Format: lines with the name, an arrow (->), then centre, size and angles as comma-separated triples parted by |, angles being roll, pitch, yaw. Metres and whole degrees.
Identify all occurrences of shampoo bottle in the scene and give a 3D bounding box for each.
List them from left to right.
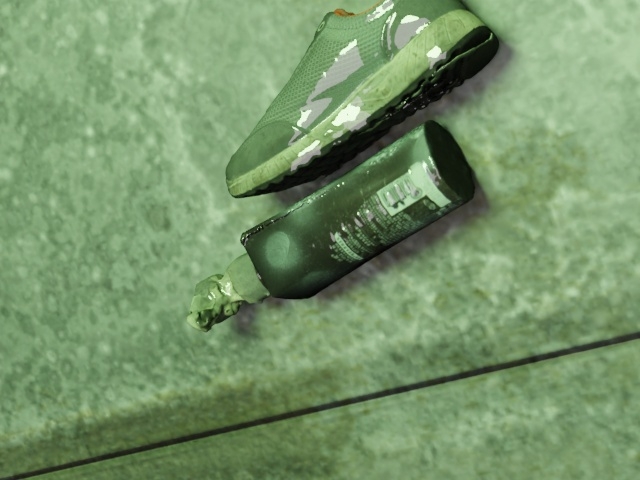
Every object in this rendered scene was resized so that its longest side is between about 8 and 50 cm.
shampoo bottle -> 0.000, -0.001, 0.847 | 0.207, 0.063, 0.057 | -32, 84, 28

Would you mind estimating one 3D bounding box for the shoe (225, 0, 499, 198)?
shoe -> 0.013, -0.096, 0.812 | 0.194, 0.074, 0.077 | -32, 82, 25
